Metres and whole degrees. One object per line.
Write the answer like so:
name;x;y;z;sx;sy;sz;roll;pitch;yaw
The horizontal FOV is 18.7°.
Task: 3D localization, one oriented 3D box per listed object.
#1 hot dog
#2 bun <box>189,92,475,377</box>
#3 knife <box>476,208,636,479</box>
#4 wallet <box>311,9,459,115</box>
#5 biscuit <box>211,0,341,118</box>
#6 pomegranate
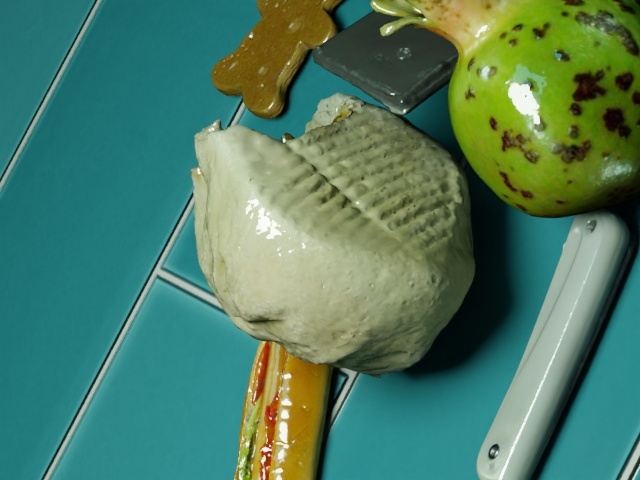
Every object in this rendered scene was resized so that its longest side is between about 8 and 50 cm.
hot dog;-0.040;0.187;1.861;0.092;0.062;0.236;-9;63;35
bun;0.012;0.009;1.769;0.205;0.281;0.281;115;147;-42
knife;0.203;0.095;1.710;0.073;0.040;0.266;11;76;56
wallet;0.137;-0.222;1.844;0.285;0.030;0.146;-36;40;-20
biscuit;-0.028;-0.229;2.092;0.138;0.031;0.205;35;93;46
pomegranate;0.182;-0.136;1.676;0.231;0.286;0.231;-45;36;46
